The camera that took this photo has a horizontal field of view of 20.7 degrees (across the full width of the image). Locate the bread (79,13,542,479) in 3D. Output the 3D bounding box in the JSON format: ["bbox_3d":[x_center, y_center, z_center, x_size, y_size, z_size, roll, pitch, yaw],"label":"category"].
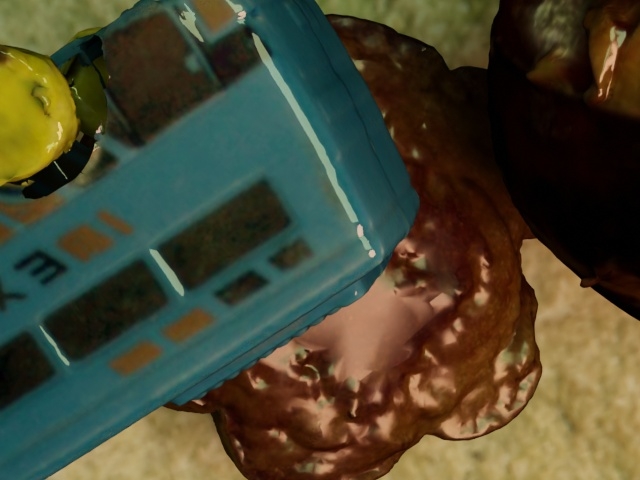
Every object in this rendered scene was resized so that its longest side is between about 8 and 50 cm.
[{"bbox_3d":[-0.008,0.010,0.878,0.247,0.135,0.232,11,84,-15],"label":"bread"}]

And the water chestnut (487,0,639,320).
[{"bbox_3d":[0.223,-0.094,0.772,0.300,0.300,0.300,1,87,-16],"label":"water chestnut"}]

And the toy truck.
[{"bbox_3d":[-0.150,0.030,0.753,0.385,0.161,0.162,-32,93,14],"label":"toy truck"}]
